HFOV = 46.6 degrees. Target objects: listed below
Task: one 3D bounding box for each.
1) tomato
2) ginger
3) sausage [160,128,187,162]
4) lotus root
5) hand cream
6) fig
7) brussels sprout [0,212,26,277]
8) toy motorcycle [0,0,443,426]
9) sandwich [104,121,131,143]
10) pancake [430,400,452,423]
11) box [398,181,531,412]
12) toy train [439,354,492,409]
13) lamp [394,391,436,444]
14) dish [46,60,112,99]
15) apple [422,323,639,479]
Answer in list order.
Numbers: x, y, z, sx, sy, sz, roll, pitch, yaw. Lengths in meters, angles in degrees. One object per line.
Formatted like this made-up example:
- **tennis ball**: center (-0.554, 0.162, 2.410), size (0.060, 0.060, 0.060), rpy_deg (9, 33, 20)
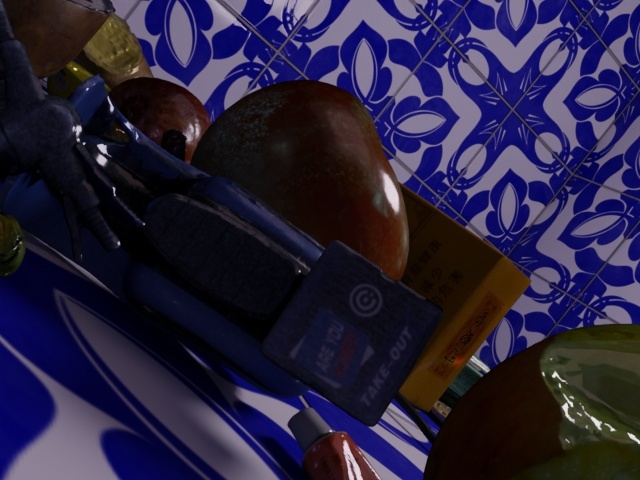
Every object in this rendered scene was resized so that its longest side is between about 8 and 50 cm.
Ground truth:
- **tomato**: center (-0.036, -0.030, 0.797), size (0.270, 0.222, 0.270), rpy_deg (162, -90, -79)
- **ginger**: center (-0.360, -0.275, 1.405), size (0.190, 0.126, 0.354), rpy_deg (3, -53, 40)
- **sausage**: center (-0.156, -0.049, 0.785), size (0.198, 0.028, 0.025), rpy_deg (105, -27, -53)
- **lotus root**: center (-0.458, -0.338, 1.086), size (0.272, 0.192, 0.272), rpy_deg (37, 15, -11)
- **hand cream**: center (0.042, 0.183, 0.451), size (0.052, 0.038, 0.216), rpy_deg (-1, 34, -41)
- **fig**: center (-0.240, -0.152, 1.164), size (0.175, 0.175, 0.207), rpy_deg (40, -7, 34)
- **brussels sprout**: center (-0.196, -0.009, 0.413), size (0.083, 0.046, 0.051), rpy_deg (49, 0, 11)
- **toy motorcycle**: center (-0.104, -0.013, 0.504), size (0.358, 0.125, 0.212), rpy_deg (33, -13, 0)
- **sandwich**: center (-0.183, -0.044, 0.686), size (0.244, 0.090, 0.088), rpy_deg (42, 0, 28)
- **pancake**: center (0.214, 0.286, 1.159), size (0.151, 0.025, 0.151), rpy_deg (38, 3, -3)
- **box**: center (0.097, 0.041, 1.209), size (0.116, 0.264, 0.415), rpy_deg (34, 4, -45)
- **toy train**: center (0.239, 0.233, 1.342), size (0.307, 0.126, 0.189), rpy_deg (37, 2, -6)
- **lamp**: center (0.103, 0.155, 0.940), size (0.130, 0.108, 0.371), rpy_deg (38, 2, -37)
- **dish**: center (-0.402, -0.237, 1.244), size (0.207, 0.080, 0.149), rpy_deg (42, 6, 38)
- **apple**: center (0.188, 0.159, 0.426), size (0.246, 0.226, 0.246), rpy_deg (56, -7, 10)
